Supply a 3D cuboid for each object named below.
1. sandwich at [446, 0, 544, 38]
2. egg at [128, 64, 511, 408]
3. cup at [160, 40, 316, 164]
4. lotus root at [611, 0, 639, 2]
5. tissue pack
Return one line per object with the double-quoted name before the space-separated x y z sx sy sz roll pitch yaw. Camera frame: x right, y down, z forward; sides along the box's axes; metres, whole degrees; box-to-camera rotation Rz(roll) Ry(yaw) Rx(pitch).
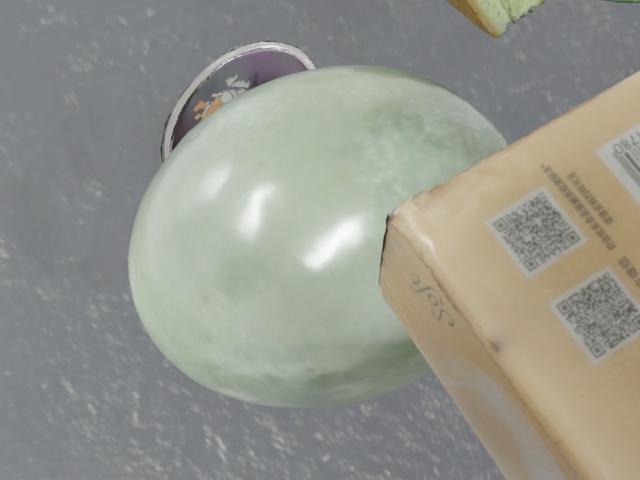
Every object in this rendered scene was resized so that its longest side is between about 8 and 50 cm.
"sandwich" 0.133 -0.325 1.227 0.122 0.128 0.236 -41 78 -13
"egg" 0.000 0.000 0.950 0.352 0.258 0.258 -25 50 41
"cup" -0.021 -0.063 1.397 0.203 0.288 0.203 -14 58 23
"lotus root" 0.159 -0.177 0.392 0.186 0.186 0.186 -7 60 12
"tissue pack" 0.194 0.093 0.630 0.238 0.238 0.305 -33 70 -4
